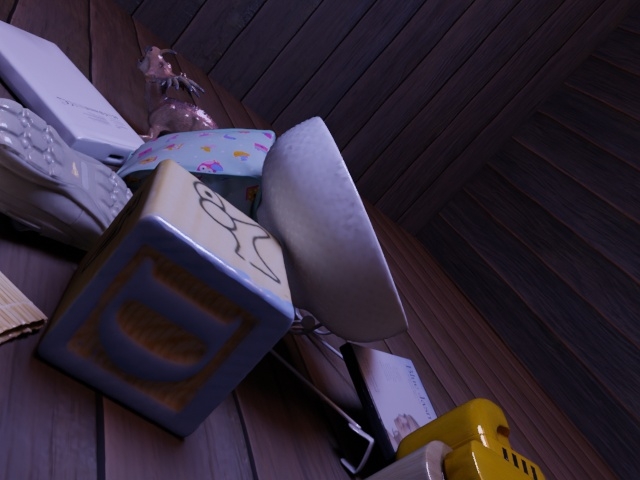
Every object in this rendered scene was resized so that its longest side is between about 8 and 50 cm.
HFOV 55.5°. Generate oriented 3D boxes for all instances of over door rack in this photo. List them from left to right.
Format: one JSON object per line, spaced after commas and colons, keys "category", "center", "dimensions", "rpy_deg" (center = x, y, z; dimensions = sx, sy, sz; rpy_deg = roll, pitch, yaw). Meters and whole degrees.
{"category": "over door rack", "center": [0.028, 0.197, 1.001], "dimensions": [0.324, 0.108, 0.239], "rpy_deg": [48, 14, 23]}

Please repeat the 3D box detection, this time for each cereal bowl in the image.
{"category": "cereal bowl", "center": [0.000, 0.000, 0.892], "dimensions": [0.339, 0.141, 0.339], "rpy_deg": [-23, 90, -90]}

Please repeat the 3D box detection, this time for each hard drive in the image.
{"category": "hard drive", "center": [-0.485, -0.274, 1.137], "dimensions": [0.353, 0.047, 0.233], "rpy_deg": [46, 13, 14]}

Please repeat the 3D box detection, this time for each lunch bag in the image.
{"category": "lunch bag", "center": [-0.216, -0.096, 1.033], "dimensions": [0.262, 0.160, 0.223], "rpy_deg": [3, 29, -1]}

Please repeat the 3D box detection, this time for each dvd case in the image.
{"category": "dvd case", "center": [0.128, 0.262, 0.973], "dimensions": [0.253, 0.022, 0.180], "rpy_deg": [29, 33, -55]}

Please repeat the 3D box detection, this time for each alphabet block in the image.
{"category": "alphabet block", "center": [-0.162, 0.056, 0.683], "dimensions": [0.192, 0.193, 0.197], "rpy_deg": [39, 12, -21]}

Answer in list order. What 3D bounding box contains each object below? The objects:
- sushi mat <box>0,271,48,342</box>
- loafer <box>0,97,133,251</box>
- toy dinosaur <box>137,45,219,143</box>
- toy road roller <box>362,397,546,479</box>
{"category": "sushi mat", "center": [-0.406, -0.014, 0.564], "dimensions": [0.316, 0.019, 0.151], "rpy_deg": [43, 13, 5]}
{"category": "loafer", "center": [-0.326, -0.055, 0.747], "dimensions": [0.319, 0.111, 0.112], "rpy_deg": [54, 21, -58]}
{"category": "toy dinosaur", "center": [-0.293, -0.260, 1.325], "dimensions": [0.295, 0.200, 0.127], "rpy_deg": [36, 14, -32]}
{"category": "toy road roller", "center": [0.154, 0.299, 0.727], "dimensions": [0.329, 0.202, 0.241], "rpy_deg": [38, 25, -34]}
